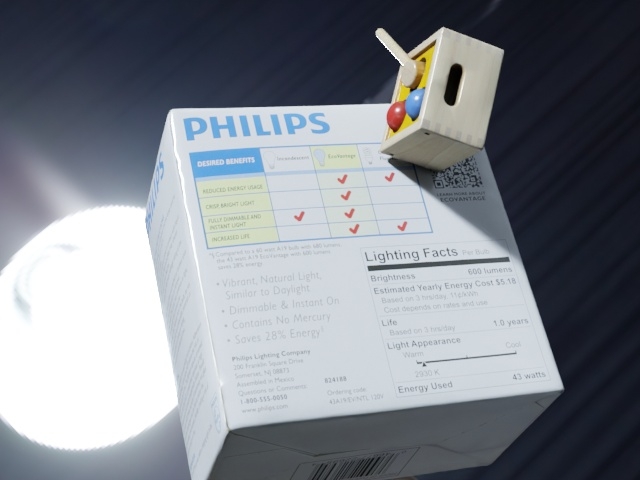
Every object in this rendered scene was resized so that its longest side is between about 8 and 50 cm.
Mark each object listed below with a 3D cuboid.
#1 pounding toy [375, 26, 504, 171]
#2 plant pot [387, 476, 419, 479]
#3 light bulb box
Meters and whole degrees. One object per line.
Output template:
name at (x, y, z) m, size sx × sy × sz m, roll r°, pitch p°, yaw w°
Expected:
pounding toy at (0.110, -0.159, 1.275) m, size 0.100 × 0.141 × 0.130 m, roll 17°, pitch 166°, yaw -15°
plant pot at (0.105, 0.399, 1.506) m, size 0.165 × 0.167 × 0.167 m, roll 44°, pitch 171°, yaw 50°
light bulb box at (0.017, 0.060, 1.333) m, size 0.225 × 0.358 × 0.361 m, roll 116°, pitch 146°, yaw -56°
